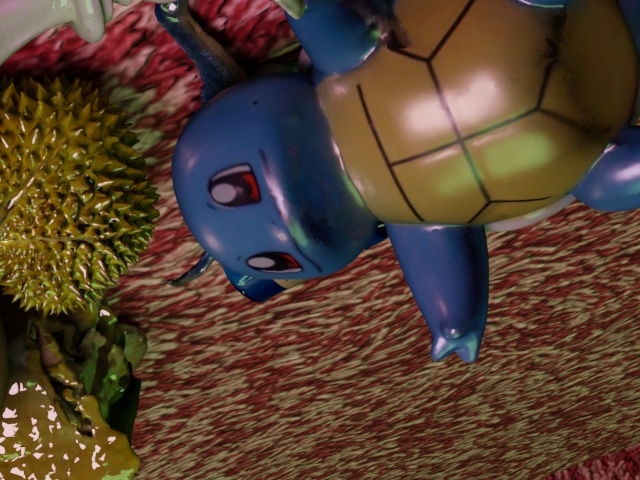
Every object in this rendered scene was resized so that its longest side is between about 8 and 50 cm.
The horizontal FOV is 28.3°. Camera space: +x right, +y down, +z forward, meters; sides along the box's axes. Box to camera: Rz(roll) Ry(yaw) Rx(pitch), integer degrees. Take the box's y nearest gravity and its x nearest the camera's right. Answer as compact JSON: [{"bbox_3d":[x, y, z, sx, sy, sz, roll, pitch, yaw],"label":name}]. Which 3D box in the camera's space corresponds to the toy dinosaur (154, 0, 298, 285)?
[{"bbox_3d":[-0.056,-0.078,1.010,0.147,0.076,0.363,-7,148,-10],"label":"toy dinosaur"}]

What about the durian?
[{"bbox_3d":[-0.183,-0.031,0.894,0.146,0.159,0.198,-37,153,-5],"label":"durian"}]

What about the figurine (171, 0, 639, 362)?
[{"bbox_3d":[0.100,-0.107,0.843,0.416,0.243,0.298,-32,121,-9],"label":"figurine"}]

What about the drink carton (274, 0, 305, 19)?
[{"bbox_3d":[-0.011,-0.221,0.659,0.142,0.144,0.146,-38,129,9],"label":"drink carton"}]

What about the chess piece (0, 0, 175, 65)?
[{"bbox_3d":[-0.163,-0.148,0.742,0.271,0.139,0.139,-27,158,-15],"label":"chess piece"}]

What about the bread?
[{"bbox_3d":[-0.342,0.186,1.098,0.376,0.251,0.208,-19,177,-4],"label":"bread"}]

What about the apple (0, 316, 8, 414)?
[{"bbox_3d":[-0.354,0.075,0.891,0.257,0.234,0.257,-19,158,-8],"label":"apple"}]

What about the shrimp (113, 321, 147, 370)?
[{"bbox_3d":[-0.283,0.134,1.293,0.223,0.047,0.126,-18,149,-19],"label":"shrimp"}]

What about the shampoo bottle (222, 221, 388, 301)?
[{"bbox_3d":[0.000,0.000,1.234,0.183,0.050,0.087,-27,152,14],"label":"shampoo bottle"}]
